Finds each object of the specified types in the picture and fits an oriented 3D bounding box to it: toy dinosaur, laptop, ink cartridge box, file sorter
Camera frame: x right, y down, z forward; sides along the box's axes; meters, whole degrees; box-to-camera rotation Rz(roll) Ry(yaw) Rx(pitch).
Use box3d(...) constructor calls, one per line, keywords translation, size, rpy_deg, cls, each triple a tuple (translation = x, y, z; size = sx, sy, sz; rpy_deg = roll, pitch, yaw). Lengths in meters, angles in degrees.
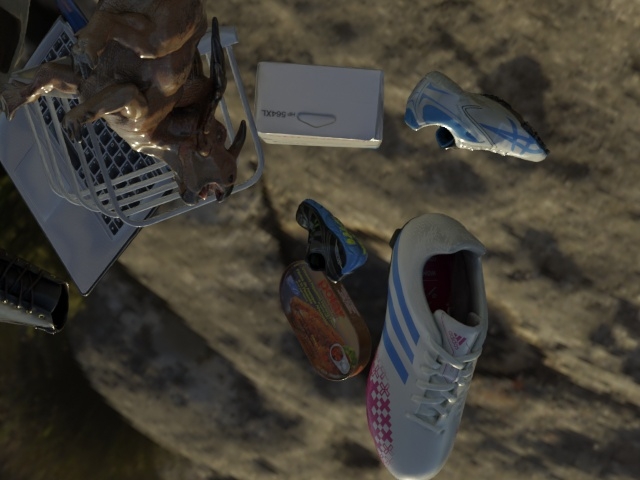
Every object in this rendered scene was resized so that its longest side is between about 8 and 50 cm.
box3d(translation=(-0.133, -0.163, 1.122), size=(0.127, 0.200, 0.295), rpy_deg=(49, 140, 29), cls="toy dinosaur")
box3d(translation=(-0.401, -0.196, 2.055), size=(0.408, 0.236, 0.382), rpy_deg=(-49, 60, 23), cls="laptop")
box3d(translation=(0.001, -0.158, 1.660), size=(0.148, 0.086, 0.203), rpy_deg=(4, 180, 1), cls="ink cartridge box")
box3d(translation=(-0.211, -0.133, 1.584), size=(0.278, 0.193, 0.173), rpy_deg=(17, 126, 63), cls="file sorter")

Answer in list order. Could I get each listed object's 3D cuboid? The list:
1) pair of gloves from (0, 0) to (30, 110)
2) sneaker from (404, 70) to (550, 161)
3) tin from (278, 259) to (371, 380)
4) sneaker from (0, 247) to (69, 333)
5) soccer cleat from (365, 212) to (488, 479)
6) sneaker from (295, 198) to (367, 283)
box3d(translation=(-0.360, -0.244, 1.298), size=(0.042, 0.204, 0.240), rpy_deg=(-7, 157, 33), cls="pair of gloves")
box3d(translation=(0.204, -0.148, 1.818), size=(0.237, 0.085, 0.086), rpy_deg=(20, 114, -36), cls="sneaker")
box3d(translation=(0.007, 0.114, 2.040), size=(0.106, 0.040, 0.189), rpy_deg=(-45, 66, 41), cls="tin")
box3d(translation=(-0.339, 0.031, 1.465), size=(0.118, 0.083, 0.222), rpy_deg=(12, 162, 11), cls="sneaker")
box3d(translation=(0.127, 0.136, 1.602), size=(0.143, 0.116, 0.331), rpy_deg=(-153, 63, -63), cls="soccer cleat")
box3d(translation=(0.000, 0.000, 1.961), size=(0.067, 0.078, 0.188), rpy_deg=(40, -175, -32), cls="sneaker")
